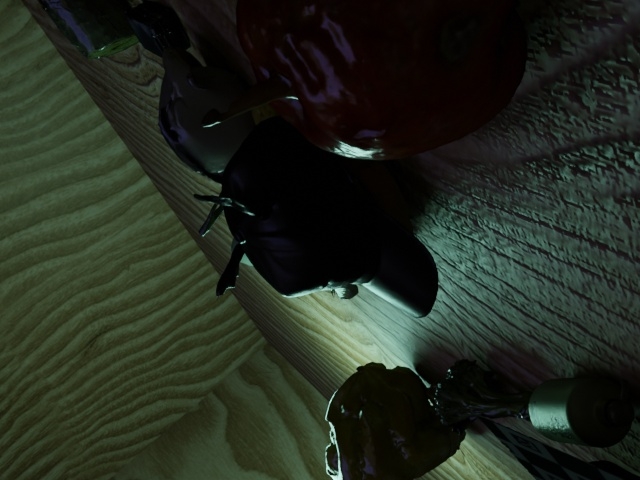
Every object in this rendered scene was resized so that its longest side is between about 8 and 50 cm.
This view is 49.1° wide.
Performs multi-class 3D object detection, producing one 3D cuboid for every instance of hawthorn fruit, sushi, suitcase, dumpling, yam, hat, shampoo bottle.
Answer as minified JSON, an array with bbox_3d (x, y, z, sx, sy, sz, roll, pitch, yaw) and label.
[{"bbox_3d":[0.022,-0.139,0.495,0.207,0.243,0.207,48,165,18],"label":"hawthorn fruit"},{"bbox_3d":[0.395,0.301,0.785,0.359,0.064,0.343,14,155,47],"label":"sushi"},{"bbox_3d":[-0.289,-0.376,1.246,0.126,0.059,0.086,35,161,42],"label":"suitcase"},{"bbox_3d":[-0.192,-0.198,1.191,0.204,0.163,0.293,31,162,51],"label":"dumpling"},{"bbox_3d":[-0.476,-0.479,1.387,0.254,0.154,0.154,59,164,-22],"label":"yam"},{"bbox_3d":[-0.026,0.013,0.887,0.336,0.209,0.238,48,163,3],"label":"hat"},{"bbox_3d":[0.310,0.199,0.815,0.079,0.079,0.162,49,167,4],"label":"shampoo bottle"}]

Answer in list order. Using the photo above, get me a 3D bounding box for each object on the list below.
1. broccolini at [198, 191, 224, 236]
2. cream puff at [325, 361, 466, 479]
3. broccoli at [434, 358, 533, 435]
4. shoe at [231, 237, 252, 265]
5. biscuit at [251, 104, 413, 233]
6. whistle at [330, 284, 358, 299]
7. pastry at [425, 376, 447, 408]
[{"bbox_3d":[-0.191,-0.096,1.389,0.074,0.201,0.058,28,-156,-36],"label":"broccolini"},{"bbox_3d":[0.134,0.391,1.497,0.324,0.291,0.257,-1,-117,-61],"label":"cream puff"},{"bbox_3d":[0.267,0.243,1.063,0.204,0.118,0.122,-6,113,55],"label":"broccoli"},{"bbox_3d":[-0.098,0.004,1.514,0.160,0.132,0.363,43,162,8],"label":"shoe"},{"bbox_3d":[0.013,-0.099,1.013,0.312,0.057,0.351,46,165,14],"label":"biscuit"},{"bbox_3d":[0.000,-0.001,1.320,0.068,0.057,0.326,-7,137,18],"label":"whistle"},{"bbox_3d":[0.249,0.315,1.360,0.097,0.057,0.109,38,161,47],"label":"pastry"}]
